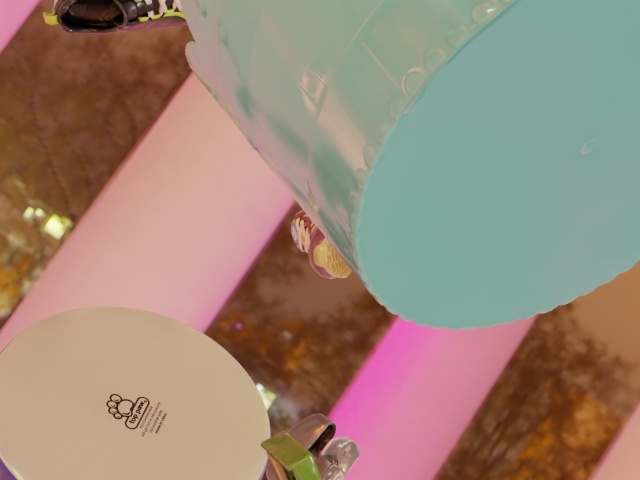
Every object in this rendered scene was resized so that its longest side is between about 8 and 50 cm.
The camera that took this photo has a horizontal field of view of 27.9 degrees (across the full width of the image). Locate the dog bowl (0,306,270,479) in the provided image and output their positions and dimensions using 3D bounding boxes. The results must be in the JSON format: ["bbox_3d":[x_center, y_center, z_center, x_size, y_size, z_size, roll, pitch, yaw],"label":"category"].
[{"bbox_3d":[-0.182,0.188,1.173,0.265,0.265,0.104,32,-51,11],"label":"dog bowl"}]

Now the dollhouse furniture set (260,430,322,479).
[{"bbox_3d":[-0.064,0.168,0.677,0.076,0.152,0.058,28,-37,63],"label":"dollhouse furniture set"}]

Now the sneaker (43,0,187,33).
[{"bbox_3d":[-0.223,-0.287,1.601,0.097,0.235,0.084,-94,175,-58],"label":"sneaker"}]

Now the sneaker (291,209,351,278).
[{"bbox_3d":[0.000,0.000,1.495,0.084,0.069,0.185,3,12,15],"label":"sneaker"}]

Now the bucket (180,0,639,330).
[{"bbox_3d":[0.084,-0.102,0.626,0.183,0.281,0.281,58,6,35],"label":"bucket"}]

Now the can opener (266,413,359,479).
[{"bbox_3d":[-0.057,0.343,1.567,0.095,0.283,0.076,35,-1,35],"label":"can opener"}]
